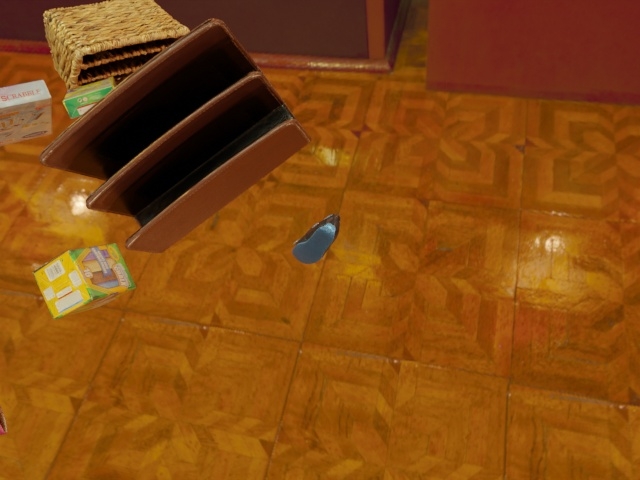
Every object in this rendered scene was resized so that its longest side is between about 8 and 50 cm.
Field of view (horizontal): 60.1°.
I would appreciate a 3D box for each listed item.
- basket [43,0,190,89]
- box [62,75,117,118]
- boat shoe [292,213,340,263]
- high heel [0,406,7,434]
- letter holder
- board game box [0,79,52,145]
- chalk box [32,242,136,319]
[{"bbox_3d":[-0.513,-0.471,1.423,0.299,0.213,0.223,-26,56,-32],"label":"basket"},{"bbox_3d":[-0.482,-0.307,1.171,0.105,0.043,0.179,-21,30,-11],"label":"box"},{"bbox_3d":[0.000,0.000,1.764,0.109,0.258,0.089,41,54,-12],"label":"boat shoe"},{"bbox_3d":[-0.904,0.416,1.522,0.117,0.082,0.243,12,90,1],"label":"high heel"},{"bbox_3d":[-0.193,-0.131,0.773,0.302,0.214,0.152,-36,82,6],"label":"letter holder"},{"bbox_3d":[-1.003,-0.371,1.703,0.319,0.318,0.065,-22,90,-28],"label":"board game box"},{"bbox_3d":[-0.565,0.096,1.375,0.133,0.213,0.131,-28,85,19],"label":"chalk box"}]
